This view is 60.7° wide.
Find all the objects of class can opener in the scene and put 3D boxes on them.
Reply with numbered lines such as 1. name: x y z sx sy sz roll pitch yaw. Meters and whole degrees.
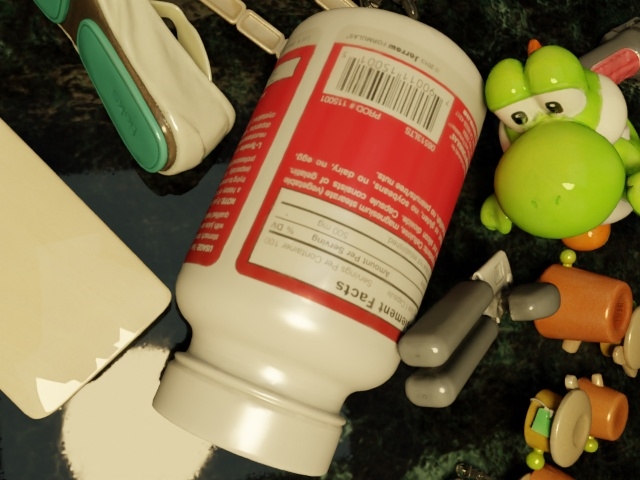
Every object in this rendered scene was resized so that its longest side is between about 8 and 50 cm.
1. can opener: 0.166 0.074 0.550 0.280 0.093 0.074 -22 102 -51

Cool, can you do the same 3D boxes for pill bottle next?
1. pill bottle: 0.000 0.000 0.550 0.229 0.229 0.407 25 76 -10

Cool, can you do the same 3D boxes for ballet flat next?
1. ballet flat: -0.227 -0.259 0.594 0.139 0.139 0.400 -33 95 -17

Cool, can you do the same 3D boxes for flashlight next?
1. flashlight: 0.381 -0.212 0.754 0.304 0.103 0.103 -30 116 -18

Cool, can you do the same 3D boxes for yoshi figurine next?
1. yoshi figurine: 0.279 -0.052 0.585 0.362 0.203 0.203 25 117 -43

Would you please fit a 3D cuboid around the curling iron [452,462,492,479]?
1. curling iron: 0.082 0.317 0.625 0.274 0.035 0.068 -8 80 -17

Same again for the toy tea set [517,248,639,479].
1. toy tea set: 0.295 0.184 0.683 0.200 0.124 0.335 45 67 -36

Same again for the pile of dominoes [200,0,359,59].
1. pile of dominoes: -0.061 -0.347 0.685 0.251 0.040 0.195 35 87 -13

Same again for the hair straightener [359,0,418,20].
1. hair straightener: 0.053 -0.362 0.724 0.089 0.047 0.230 -29 95 0

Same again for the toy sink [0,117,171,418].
1. toy sink: -0.271 0.030 0.524 0.234 0.131 0.153 45 74 0
